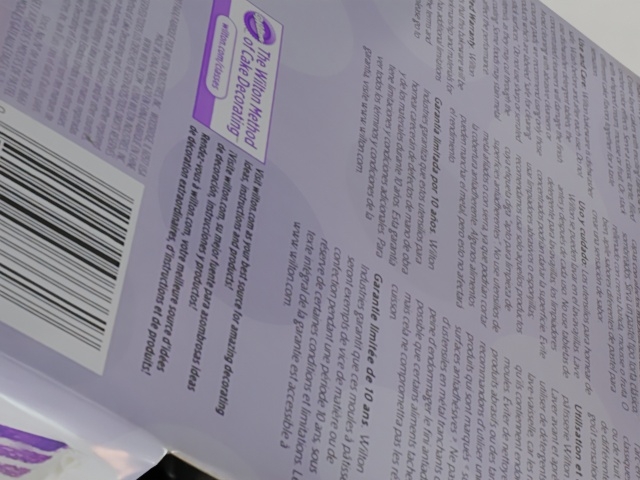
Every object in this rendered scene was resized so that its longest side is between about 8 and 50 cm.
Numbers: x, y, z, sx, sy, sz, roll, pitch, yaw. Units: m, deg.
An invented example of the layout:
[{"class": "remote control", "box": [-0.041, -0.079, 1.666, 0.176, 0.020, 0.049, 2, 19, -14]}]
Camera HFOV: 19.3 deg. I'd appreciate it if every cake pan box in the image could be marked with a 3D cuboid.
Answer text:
[{"class": "cake pan box", "box": [0.000, 0.000, 0.507, 0.245, 0.267, 0.070, 30, 130, -25]}]
